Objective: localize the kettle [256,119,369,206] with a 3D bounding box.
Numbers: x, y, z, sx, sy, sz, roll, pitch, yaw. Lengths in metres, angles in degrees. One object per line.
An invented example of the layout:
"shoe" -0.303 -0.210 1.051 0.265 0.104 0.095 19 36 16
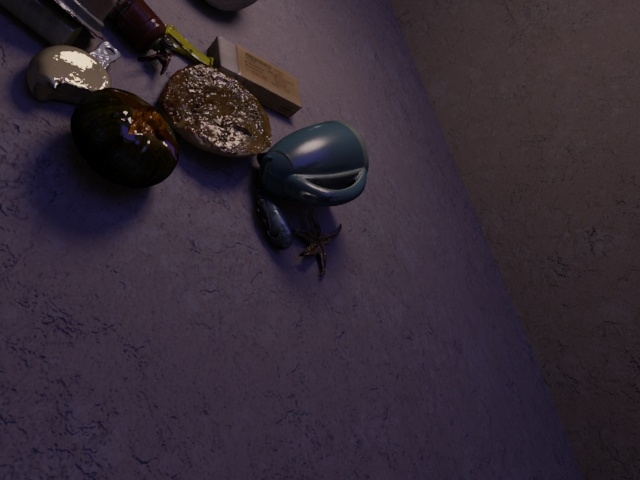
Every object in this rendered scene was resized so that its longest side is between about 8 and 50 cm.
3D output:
"kettle" -0.014 -0.213 1.345 0.320 0.246 0.342 33 37 26

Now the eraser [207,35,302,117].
"eraser" -0.216 -0.550 1.489 0.344 0.078 0.143 14 57 -43

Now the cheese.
"cheese" -0.557 -0.399 0.996 0.164 0.071 0.248 24 50 -40

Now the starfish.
"starfish" -0.006 0.002 1.399 0.238 0.057 0.212 -21 91 -49

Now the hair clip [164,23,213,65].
"hair clip" -0.406 -0.584 1.313 0.173 0.046 0.072 29 45 -38

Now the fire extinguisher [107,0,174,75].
"fire extinguisher" -0.512 -0.587 1.145 0.337 0.107 0.147 48 45 -16

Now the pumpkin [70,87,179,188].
"pumpkin" -0.428 -0.219 0.957 0.238 0.159 0.238 48 13 -15

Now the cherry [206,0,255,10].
"cherry" -0.297 -0.949 1.471 0.291 0.335 0.326 49 59 -42

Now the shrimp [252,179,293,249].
"shrimp" -0.145 -0.079 1.275 0.090 0.079 0.232 -11 71 -56

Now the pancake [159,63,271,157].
"pancake" -0.289 -0.365 1.251 0.357 0.065 0.355 21 44 -21

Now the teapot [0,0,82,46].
"teapot" -0.645 -0.531 0.977 0.200 0.077 0.107 39 22 -27

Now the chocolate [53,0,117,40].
"chocolate" -0.553 -0.593 1.001 0.221 0.147 0.221 39 6 -5
